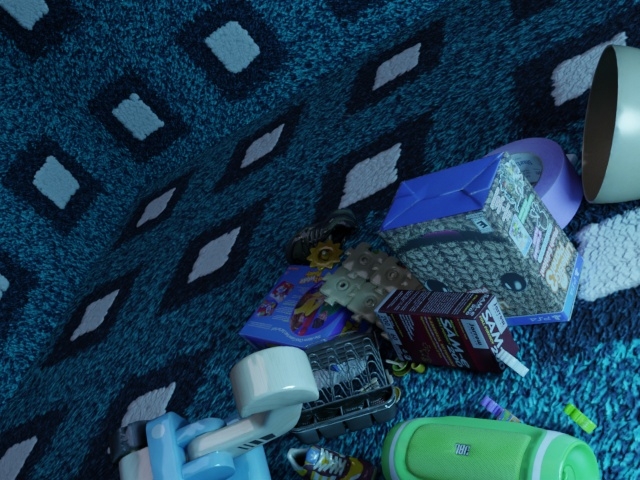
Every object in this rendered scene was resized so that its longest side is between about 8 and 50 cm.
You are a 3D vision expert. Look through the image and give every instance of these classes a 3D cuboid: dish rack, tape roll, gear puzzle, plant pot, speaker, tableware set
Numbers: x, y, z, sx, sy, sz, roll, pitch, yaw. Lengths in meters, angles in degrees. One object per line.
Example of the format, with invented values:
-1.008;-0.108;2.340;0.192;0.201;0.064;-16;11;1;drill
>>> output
0.032;0.266;1.406;0.209;0.074;0.271;-17;32;4;dish rack
0.391;-0.087;1.490;0.275;0.090;0.274;-33;27;20;tape roll
0.098;0.097;1.572;0.339;0.044;0.175;28;66;34;gear puzzle
0.593;-0.199;1.289;0.191;0.284;0.284;6;42;10;plant pot
0.231;0.324;1.030;0.297;0.131;0.131;-8;42;46;speaker
0.136;0.278;1.415;0.154;0.024;0.104;-36;27;11;tableware set

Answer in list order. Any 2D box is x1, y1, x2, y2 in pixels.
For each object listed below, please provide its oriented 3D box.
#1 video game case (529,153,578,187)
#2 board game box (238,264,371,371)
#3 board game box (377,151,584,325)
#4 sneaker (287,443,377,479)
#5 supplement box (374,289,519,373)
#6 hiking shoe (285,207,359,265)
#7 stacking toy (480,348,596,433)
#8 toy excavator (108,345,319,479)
0.441;-0.111;1.587;0.201;0.023;0.183;-52;28;-20;video game case
-0.020;0.173;1.725;0.347;0.078;0.233;1;49;54;board game box
0.290;0.013;1.299;0.232;0.291;0.141;-14;39;45;board game box
0.016;0.411;1.307;0.186;0.084;0.069;-15;37;43;sneaker
0.226;0.163;1.321;0.240;0.130;0.073;-3;33;49;supplement box
0.000;0.000;1.953;0.227;0.086;0.114;-37;23;8;hiking shoe
0.305;0.291;1.132;0.167;0.052;0.221;-51;33;2;stacking toy
-0.168;0.372;1.290;0.446;0.433;0.222;-26;52;5;toy excavator
